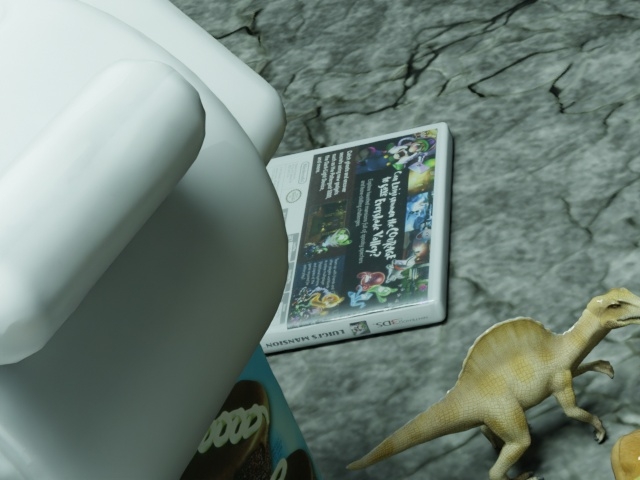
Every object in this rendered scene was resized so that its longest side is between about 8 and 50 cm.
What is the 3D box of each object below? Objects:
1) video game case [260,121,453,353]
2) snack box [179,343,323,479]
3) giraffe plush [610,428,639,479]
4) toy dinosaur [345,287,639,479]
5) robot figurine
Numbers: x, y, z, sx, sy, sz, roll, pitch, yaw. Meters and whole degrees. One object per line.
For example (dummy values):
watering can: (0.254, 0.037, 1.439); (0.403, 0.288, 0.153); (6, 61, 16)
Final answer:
video game case: (0.000, 0.000, 1.030); (0.173, 0.022, 0.190); (-11, 36, 15)
snack box: (-0.090, 0.203, 0.674); (0.060, 0.187, 0.322); (2, 42, 30)
giraffe plush: (0.207, 0.081, 0.686); (0.210, 0.170, 0.181); (-19, 35, 4)
toy dinosaur: (0.093, 0.083, 0.811); (0.183, 0.093, 0.053); (-29, 36, -9)
robot figurine: (-0.142, 0.045, 0.573); (0.300, 0.200, 0.353); (-45, 11, 48)
